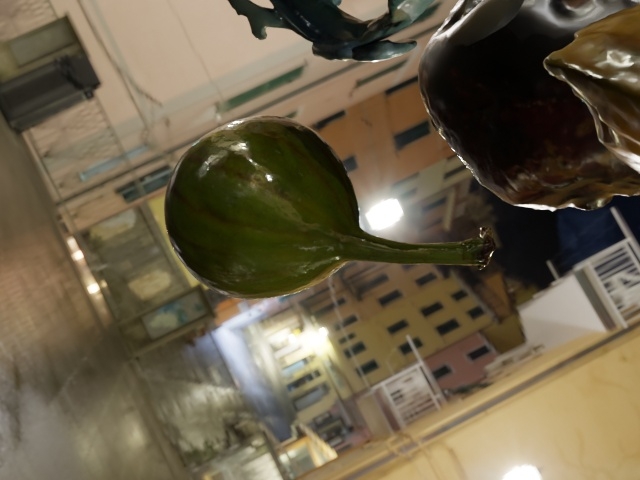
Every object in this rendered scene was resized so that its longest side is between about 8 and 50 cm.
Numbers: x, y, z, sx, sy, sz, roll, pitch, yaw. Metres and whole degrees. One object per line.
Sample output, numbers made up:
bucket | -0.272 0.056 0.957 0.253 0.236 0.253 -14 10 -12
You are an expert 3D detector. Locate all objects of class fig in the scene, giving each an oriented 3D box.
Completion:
fig | 0.000 0.000 0.668 0.259 0.151 0.151 28 -25 28

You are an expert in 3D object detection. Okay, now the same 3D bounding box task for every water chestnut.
water chestnut | 0.238 -0.168 0.817 0.244 0.289 0.289 41 8 -35

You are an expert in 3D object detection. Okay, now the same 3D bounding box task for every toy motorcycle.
toy motorcycle | -0.002 -0.226 0.587 0.260 0.154 0.206 34 -39 57

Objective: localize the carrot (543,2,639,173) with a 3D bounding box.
carrot | 0.325 -0.076 0.529 0.241 0.341 0.241 64 1 -2
